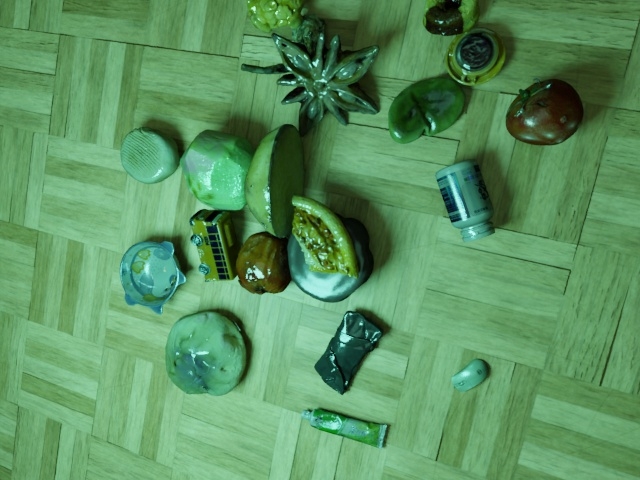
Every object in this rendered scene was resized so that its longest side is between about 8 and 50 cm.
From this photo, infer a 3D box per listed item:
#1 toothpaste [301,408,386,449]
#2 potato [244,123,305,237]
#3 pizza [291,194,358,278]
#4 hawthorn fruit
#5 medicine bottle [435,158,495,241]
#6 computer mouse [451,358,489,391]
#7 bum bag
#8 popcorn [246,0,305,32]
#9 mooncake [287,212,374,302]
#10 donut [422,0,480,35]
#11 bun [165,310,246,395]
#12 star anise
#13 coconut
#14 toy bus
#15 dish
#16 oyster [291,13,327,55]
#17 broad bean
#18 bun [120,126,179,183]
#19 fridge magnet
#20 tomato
[{"bbox_3d":[0.064,0.535,1.292,0.247,0.047,0.078,12,100,13],"label":"toothpaste"},{"bbox_3d":[-0.126,-0.159,1.195,0.115,0.239,0.299,9,102,22],"label":"potato"},{"bbox_3d":[0.003,-0.006,1.131,0.134,0.056,0.271,-28,76,9],"label":"pizza"},{"bbox_3d":[-0.159,0.065,1.257,0.173,0.173,0.179,-10,92,17],"label":"hawthorn fruit"},{"bbox_3d":[0.367,-0.098,1.119,0.106,0.107,0.192,-19,89,17],"label":"medicine bottle"},{"bbox_3d":[0.396,0.363,1.187,0.110,0.032,0.056,-43,82,15],"label":"computer mouse"},{"bbox_3d":[0.073,0.316,1.262,0.123,0.060,0.248,31,103,11],"label":"bum bag"},{"bbox_3d":[-0.116,-0.651,1.187,0.163,0.140,0.194,42,100,36],"label":"popcorn"},{"bbox_3d":[0.029,0.043,1.213,0.244,0.133,0.245,1,94,17],"label":"mooncake"},{"bbox_3d":[0.321,-0.574,1.103,0.140,0.059,0.141,-5,75,18],"label":"donut"},{"bbox_3d":[-0.357,0.343,1.336,0.272,0.168,0.273,4,103,18],"label":"bun"},{"bbox_3d":[-0.008,-0.419,1.164,0.349,0.109,0.293,-16,120,17],"label":"star anise"},{"bbox_3d":[-0.286,-0.199,1.251,0.235,0.236,0.205,9,70,15],"label":"coconut"},{"bbox_3d":[-0.299,0.013,1.294,0.114,0.098,0.201,-2,115,14],"label":"toy bus"},{"bbox_3d":[-0.508,0.111,1.399,0.236,0.086,0.228,-27,88,16],"label":"dish"},{"bbox_3d":[-0.026,-0.536,1.223,0.108,0.053,0.166,-14,92,20],"label":"oyster"},{"bbox_3d":[0.265,-0.337,1.157,0.206,0.072,0.153,-37,86,4],"label":"broad bean"},{"bbox_3d":[-0.509,-0.257,1.356,0.166,0.113,0.173,-22,87,9],"label":"bun"},{"bbox_3d":[0.383,-0.457,1.108,0.143,0.063,0.143,1,93,19],"label":"fridge magnet"},{"bbox_3d":[0.523,-0.292,1.041,0.167,0.167,0.168,1,95,16],"label":"tomato"}]
